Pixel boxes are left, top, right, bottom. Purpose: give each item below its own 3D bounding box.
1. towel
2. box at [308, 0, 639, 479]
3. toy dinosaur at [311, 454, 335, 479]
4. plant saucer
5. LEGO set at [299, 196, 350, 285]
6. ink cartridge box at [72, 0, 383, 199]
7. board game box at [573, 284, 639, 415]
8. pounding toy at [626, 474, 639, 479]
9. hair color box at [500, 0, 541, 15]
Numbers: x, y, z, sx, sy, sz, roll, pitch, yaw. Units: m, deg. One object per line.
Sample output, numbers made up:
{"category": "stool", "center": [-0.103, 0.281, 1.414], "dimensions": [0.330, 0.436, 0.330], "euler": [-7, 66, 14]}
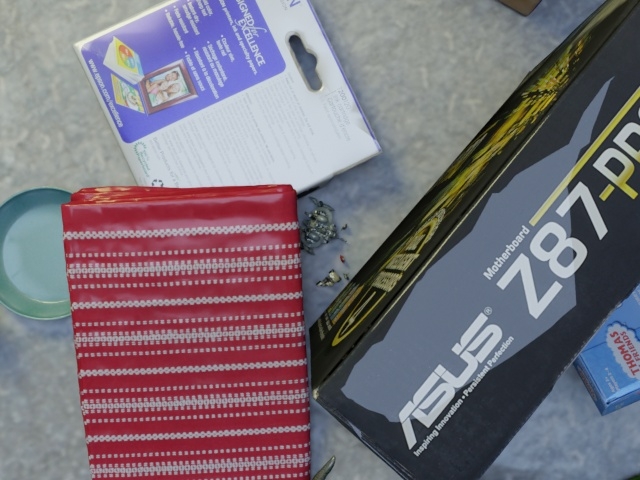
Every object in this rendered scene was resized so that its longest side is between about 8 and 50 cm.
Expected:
{"category": "towel", "center": [-0.111, 0.087, 0.732], "dimensions": [0.199, 0.031, 0.275], "euler": [-3, 101, -1]}
{"category": "box", "center": [0.124, -0.016, 0.575], "dimensions": [0.097, 0.395, 0.318], "euler": [42, 89, 1]}
{"category": "toy dinosaur", "center": [0.023, 0.341, 0.680], "dimensions": [0.121, 0.160, 0.313], "euler": [12, 89, 0]}
{"category": "plant saucer", "center": [-0.244, 0.012, 0.762], "dimensions": [0.119, 0.021, 0.119], "euler": [0, 89, 1]}
{"category": "LEGO set", "center": [0.003, 0.000, 0.760], "dimensions": [0.054, 0.023, 0.083], "euler": [-33, 88, -1]}
{"category": "ink cartridge box", "center": [-0.081, -0.121, 0.753], "dimensions": [0.208, 0.045, 0.206], "euler": [-25, 89, 1]}
{"category": "board game box", "center": [0.297, 0.033, 0.719], "dimensions": [0.211, 0.039, 0.160], "euler": [-22, 61, -1]}
{"category": "pounding toy", "center": [0.307, 0.320, 0.705], "dimensions": [0.183, 0.110, 0.237], "euler": [12, 88, 1]}
{"category": "hair color box", "center": [0.139, -0.295, 0.612], "dimensions": [0.185, 0.339, 0.110], "euler": [31, 90, 1]}
